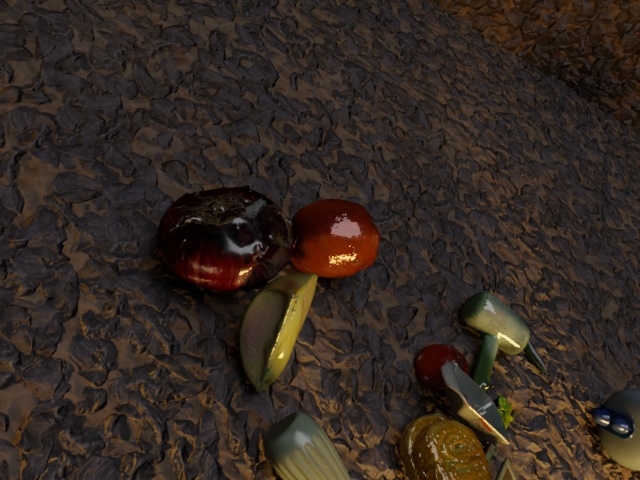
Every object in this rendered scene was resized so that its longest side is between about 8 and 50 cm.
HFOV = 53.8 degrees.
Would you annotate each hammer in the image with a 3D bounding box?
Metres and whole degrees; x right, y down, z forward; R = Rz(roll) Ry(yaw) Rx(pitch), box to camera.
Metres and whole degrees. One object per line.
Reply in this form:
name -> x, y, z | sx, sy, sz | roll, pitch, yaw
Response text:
hammer -> 0.468, 0.313, 1.764 | 0.206, 0.119, 0.336 | 34, 52, -7

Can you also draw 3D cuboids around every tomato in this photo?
tomato -> 0.332, 0.334, 1.654 | 0.159, 0.091, 0.139 | 22, 46, -17

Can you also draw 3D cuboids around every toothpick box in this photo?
toothpick box -> 0.970, 0.560, 1.855 | 0.354, 0.263, 0.263 | 16, 51, -25

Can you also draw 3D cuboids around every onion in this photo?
onion -> -0.211, 0.003, 1.427 | 0.313, 0.233, 0.314 | 5, 36, -4

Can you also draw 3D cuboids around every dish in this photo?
dish -> 0.363, 0.404, 1.557 | 0.234, 0.064, 0.154 | 45, 18, -23

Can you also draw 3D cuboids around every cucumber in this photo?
cucumber -> 0.632, 0.327, 1.913 | 0.036, 0.033, 0.184 | -22, 71, -17

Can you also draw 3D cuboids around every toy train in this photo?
toy train -> 0.436, 0.503, 1.631 | 0.085, 0.053, 0.249 | 50, 45, -2

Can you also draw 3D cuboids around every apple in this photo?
apple -> -0.095, 0.177, 1.391 | 0.119, 0.265, 0.193 | 26, 20, 15

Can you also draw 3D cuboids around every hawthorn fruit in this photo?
hawthorn fruit -> 0.000, 0.000, 1.595 | 0.298, 0.211, 0.211 | -8, 63, -26

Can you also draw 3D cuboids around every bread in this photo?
bread -> 0.287, 0.519, 1.464 | 0.198, 0.120, 0.236 | -5, 61, -36

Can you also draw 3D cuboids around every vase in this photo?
vase -> -0.007, 0.477, 1.291 | 0.248, 0.128, 0.128 | 53, 44, -3

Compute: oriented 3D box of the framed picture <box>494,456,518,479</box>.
framed picture -> 0.440, 0.678, 1.457 | 0.217, 0.017, 0.275 | -41, 111, -46
